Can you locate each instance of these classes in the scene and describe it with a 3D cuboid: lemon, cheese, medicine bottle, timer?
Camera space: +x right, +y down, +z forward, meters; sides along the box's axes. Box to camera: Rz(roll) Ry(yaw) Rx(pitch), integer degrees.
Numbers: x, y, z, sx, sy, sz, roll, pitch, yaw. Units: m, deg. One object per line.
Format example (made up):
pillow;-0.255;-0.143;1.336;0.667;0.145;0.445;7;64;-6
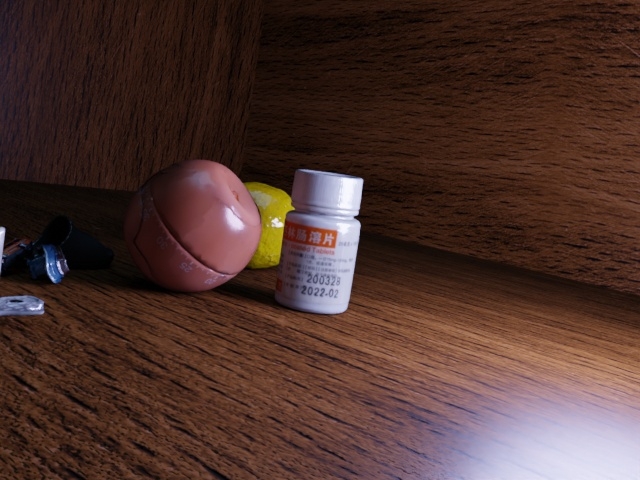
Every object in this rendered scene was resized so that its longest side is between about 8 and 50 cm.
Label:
lemon;-0.157;-0.036;1.703;0.260;0.204;0.204;7;5;15
cheese;-0.442;0.082;0.879;0.127;0.049;0.235;13;8;43
medicine bottle;0.000;0.000;1.357;0.145;0.252;0.144;11;6;-1
timer;-0.227;-0.025;1.321;0.215;0.229;0.229;-33;-4;13

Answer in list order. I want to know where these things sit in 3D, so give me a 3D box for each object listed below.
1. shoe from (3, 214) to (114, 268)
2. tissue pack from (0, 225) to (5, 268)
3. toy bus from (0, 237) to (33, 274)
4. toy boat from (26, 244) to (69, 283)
shoe;-0.494;0.000;1.392;0.108;0.093;0.241;12;8;41
tissue pack;-0.533;0.024;1.025;0.099;0.106;0.149;13;7;31
toy bus;-0.528;0.027;1.245;0.043;0.031;0.110;11;22;11
toy boat;-0.462;0.039;1.248;0.061;0.060;0.137;-19;22;-19
